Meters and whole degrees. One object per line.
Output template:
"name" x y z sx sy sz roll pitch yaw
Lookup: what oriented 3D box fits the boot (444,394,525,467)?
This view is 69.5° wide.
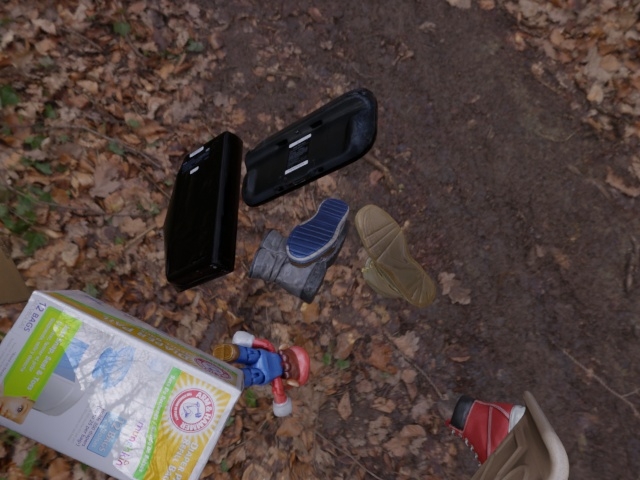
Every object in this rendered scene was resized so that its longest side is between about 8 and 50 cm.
"boot" 0.343 0.462 0.975 0.088 0.176 0.244 25 69 -43

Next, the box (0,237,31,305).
"box" -0.829 0.072 1.164 0.021 0.164 0.201 -29 89 0

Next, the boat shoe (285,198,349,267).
"boat shoe" 0.000 0.000 0.748 0.066 0.066 0.183 21 36 17

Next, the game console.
"game console" -0.082 -0.072 0.595 0.361 0.044 0.213 -21 57 33

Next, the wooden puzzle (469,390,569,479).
"wooden puzzle" 0.220 0.384 0.606 0.081 0.322 0.347 33 93 21

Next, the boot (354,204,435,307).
"boot" 0.143 0.039 1.097 0.095 0.203 0.262 -40 99 -13

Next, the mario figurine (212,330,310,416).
"mario figurine" -0.162 0.363 1.253 0.170 0.321 0.197 9 81 39

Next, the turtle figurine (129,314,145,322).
"turtle figurine" -0.674 0.324 1.696 0.217 0.269 0.087 12 72 47

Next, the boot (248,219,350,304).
"boot" -0.058 0.013 1.386 0.223 0.118 0.338 26 48 7

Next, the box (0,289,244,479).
"box" -0.187 0.140 0.441 0.203 0.103 0.114 29 81 -5
